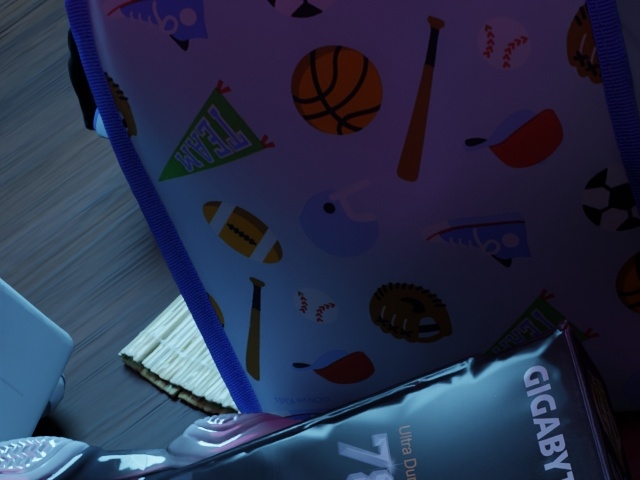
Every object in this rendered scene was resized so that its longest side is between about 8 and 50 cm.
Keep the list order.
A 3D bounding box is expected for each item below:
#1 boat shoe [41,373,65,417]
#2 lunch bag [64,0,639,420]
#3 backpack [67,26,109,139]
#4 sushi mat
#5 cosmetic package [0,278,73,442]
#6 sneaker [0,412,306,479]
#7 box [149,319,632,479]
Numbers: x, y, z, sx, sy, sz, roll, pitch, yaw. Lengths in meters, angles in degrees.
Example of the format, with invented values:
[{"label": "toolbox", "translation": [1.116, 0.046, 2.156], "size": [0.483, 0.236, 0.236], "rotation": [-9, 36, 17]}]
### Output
[{"label": "boat shoe", "translation": [-0.260, 0.074, 1.462], "size": [0.226, 0.083, 0.076], "rotation": [7, 50, 40]}, {"label": "lunch bag", "translation": [0.058, -0.093, 1.178], "size": [0.327, 0.385, 0.239], "rotation": [-7, 41, 23]}, {"label": "backpack", "translation": [-0.059, -0.174, 1.497], "size": [0.263, 0.213, 0.276], "rotation": [-54, 1, 36]}, {"label": "sushi mat", "translation": [0.000, 0.000, 1.432], "size": [0.151, 0.019, 0.316], "rotation": [20, 58, 45]}, {"label": "cosmetic package", "translation": [-0.432, 0.135, 1.235], "size": [0.327, 0.329, 0.394], "rotation": [5, 61, 39]}, {"label": "sneaker", "translation": [-0.092, 0.195, 1.196], "size": [0.268, 0.101, 0.153], "rotation": [-5, 64, 0]}, {"label": "box", "translation": [0.029, 0.215, 0.993], "size": [0.293, 0.073, 0.296], "rotation": [-23, 45, 15]}]
